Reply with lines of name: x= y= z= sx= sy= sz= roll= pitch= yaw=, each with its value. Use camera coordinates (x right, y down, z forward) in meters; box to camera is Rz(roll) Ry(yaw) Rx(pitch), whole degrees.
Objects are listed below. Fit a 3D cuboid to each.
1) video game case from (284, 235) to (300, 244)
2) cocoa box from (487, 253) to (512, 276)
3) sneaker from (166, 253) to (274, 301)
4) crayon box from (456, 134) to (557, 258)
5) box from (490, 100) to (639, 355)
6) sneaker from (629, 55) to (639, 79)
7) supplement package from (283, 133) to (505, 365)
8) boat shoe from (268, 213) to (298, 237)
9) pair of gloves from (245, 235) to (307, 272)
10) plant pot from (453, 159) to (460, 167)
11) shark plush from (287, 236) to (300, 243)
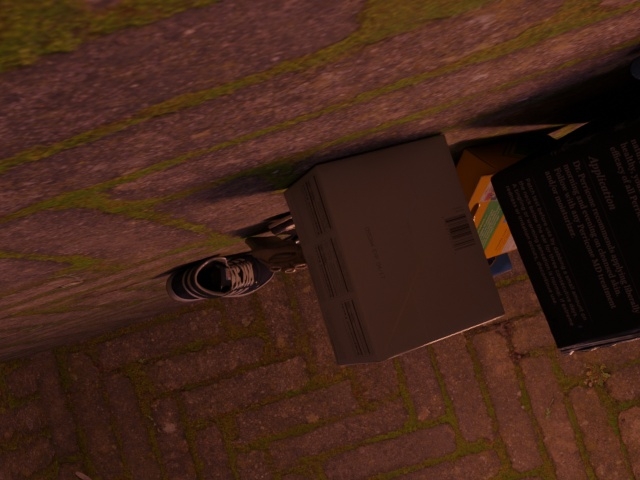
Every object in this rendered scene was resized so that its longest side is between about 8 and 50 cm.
video game case: x=0.000 y=0.000 z=2.001 sx=0.299 sy=0.036 sz=0.329 roll=-15 pitch=175 yaw=-32
cocoa box: x=0.210 y=0.012 z=1.684 sx=0.227 sy=0.232 sz=0.347 roll=-17 pitch=176 yaw=-19
sneaker: x=-0.203 y=0.081 z=1.797 sx=0.282 sy=0.099 sz=0.153 roll=-11 pitch=175 yaw=-35
crayon box: x=0.309 y=-0.069 z=1.364 sx=0.322 sy=0.083 sz=0.203 roll=-14 pitch=134 yaw=-43
box: x=0.590 y=-0.091 z=1.137 sx=0.471 sy=0.298 sz=0.480 roll=-20 pitch=-175 yaw=39
sneaker: x=0.438 y=-0.222 z=0.915 sx=0.162 sy=0.064 sz=0.073 roll=-13 pitch=-167 yaw=-18
supplement package: x=0.097 y=0.015 z=1.063 sx=0.204 sy=0.262 sz=0.145 roll=-16 pitch=176 yaw=-23
boat shoe: x=-0.010 y=-0.026 z=1.434 sx=0.075 sy=0.065 sz=0.206 roll=-22 pitch=174 yaw=42
pair of gloves: x=-0.018 y=0.011 z=1.497 sx=0.240 sy=0.042 sz=0.204 roll=-4 pitch=-163 yaw=-14
plant pot: x=0.213 y=-0.082 z=1.424 sx=0.134 sy=0.095 sz=0.134 roll=-17 pitch=176 yaw=-1
shark plush: x=0.009 y=-0.016 z=1.617 sx=0.161 sy=0.067 sz=0.073 roll=-16 pitch=176 yaw=-27
